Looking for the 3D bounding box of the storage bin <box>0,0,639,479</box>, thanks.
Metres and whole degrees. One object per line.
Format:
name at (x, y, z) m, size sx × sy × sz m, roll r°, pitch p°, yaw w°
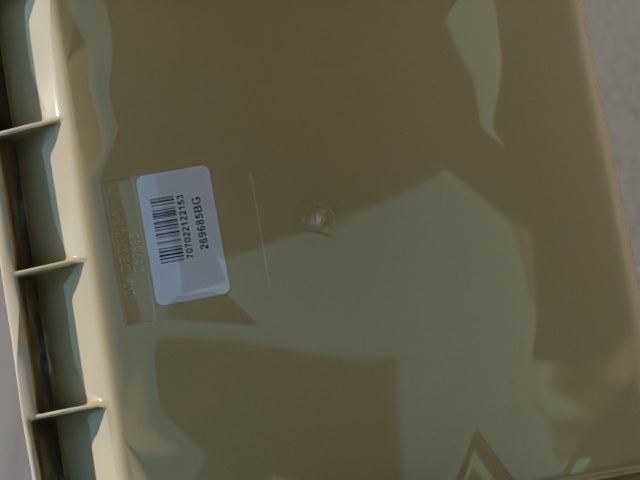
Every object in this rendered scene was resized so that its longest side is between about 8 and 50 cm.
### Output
storage bin at (0.000, 0.000, 0.697) m, size 0.123 × 0.260 × 0.262 m, roll 81°, pitch 179°, yaw -83°
